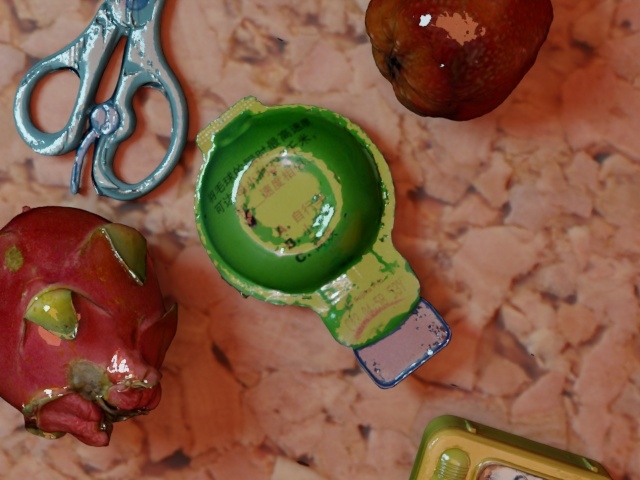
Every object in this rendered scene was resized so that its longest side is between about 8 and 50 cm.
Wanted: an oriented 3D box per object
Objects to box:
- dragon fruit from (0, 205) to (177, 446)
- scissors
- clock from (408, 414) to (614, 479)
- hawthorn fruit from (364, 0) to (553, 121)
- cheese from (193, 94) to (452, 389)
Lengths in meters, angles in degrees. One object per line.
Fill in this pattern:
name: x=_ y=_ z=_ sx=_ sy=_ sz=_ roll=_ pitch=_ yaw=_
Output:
dragon fruit: x=-0.243 y=0.082 z=1.262 sx=0.224 sy=0.227 sz=0.224 roll=-5 pitch=136 yaw=-5
scissors: x=-0.182 y=-0.229 z=1.322 sx=0.180 sy=0.032 sz=0.392 roll=21 pitch=96 yaw=-1
clock: x=0.189 y=0.270 z=1.331 sx=0.202 sy=0.096 sz=0.143 roll=17 pitch=93 yaw=-1
hawthorn fruit: x=0.135 y=-0.198 z=1.255 sx=0.173 sy=0.179 sz=0.173 roll=20 pitch=124 yaw=32
cheese: x=0.000 y=0.000 z=1.313 sx=0.204 sy=0.083 sz=0.320 roll=-38 pitch=91 yaw=3
